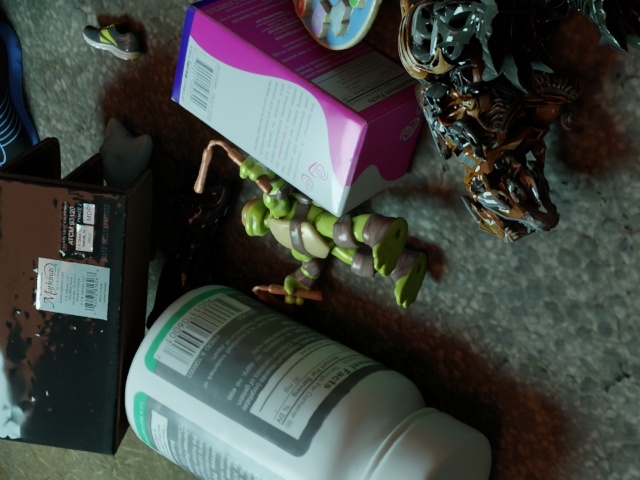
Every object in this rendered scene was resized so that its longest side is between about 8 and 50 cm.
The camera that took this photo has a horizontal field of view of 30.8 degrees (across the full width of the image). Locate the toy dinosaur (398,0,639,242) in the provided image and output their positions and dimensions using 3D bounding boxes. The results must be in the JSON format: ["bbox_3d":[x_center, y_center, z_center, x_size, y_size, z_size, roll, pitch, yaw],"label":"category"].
[{"bbox_3d":[0.124,-0.158,0.934,0.322,0.164,0.218,52,155,-12],"label":"toy dinosaur"}]

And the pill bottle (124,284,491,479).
[{"bbox_3d":[-0.016,0.203,1.232,0.361,0.204,0.204,25,129,31],"label":"pill bottle"}]

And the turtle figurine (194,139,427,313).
[{"bbox_3d":[0.000,0.000,1.185,0.217,0.087,0.269,18,144,31],"label":"turtle figurine"}]

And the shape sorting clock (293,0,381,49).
[{"bbox_3d":[0.006,-0.268,1.003,0.206,0.040,0.206,24,117,60],"label":"shape sorting clock"}]

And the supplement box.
[{"bbox_3d":[-0.020,-0.139,1.099,0.220,0.114,0.111,38,134,23],"label":"supplement box"}]

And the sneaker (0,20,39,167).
[{"bbox_3d":[-0.424,-0.160,1.485,0.081,0.090,0.232,18,125,35],"label":"sneaker"}]

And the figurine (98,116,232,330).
[{"bbox_3d":[-0.196,-0.019,1.369,0.215,0.092,0.209,32,124,27],"label":"figurine"}]

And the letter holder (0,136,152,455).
[{"bbox_3d":[-0.271,0.053,1.320,0.152,0.214,0.302,7,108,4],"label":"letter holder"}]

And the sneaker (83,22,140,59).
[{"bbox_3d":[-0.233,-0.231,1.311,0.083,0.031,0.035,26,116,25],"label":"sneaker"}]
